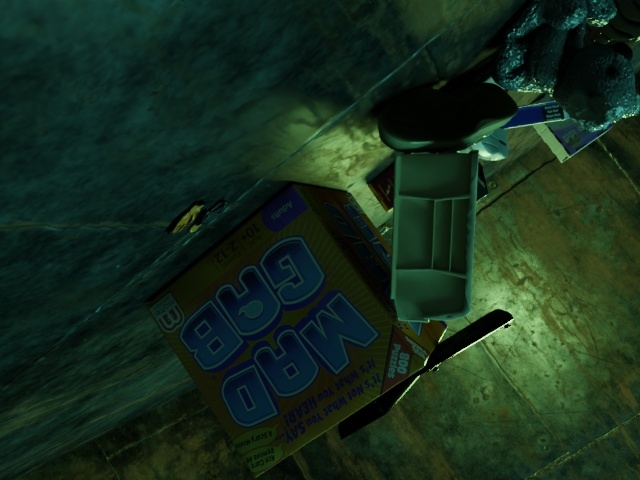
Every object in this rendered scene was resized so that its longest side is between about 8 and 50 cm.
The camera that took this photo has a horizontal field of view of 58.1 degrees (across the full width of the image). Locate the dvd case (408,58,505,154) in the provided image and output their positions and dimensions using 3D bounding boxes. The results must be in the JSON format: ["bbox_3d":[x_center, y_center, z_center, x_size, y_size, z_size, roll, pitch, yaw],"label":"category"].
[{"bbox_3d":[0.272,-0.264,1.104,0.239,0.029,0.179,-35,171,-5],"label":"dvd case"}]

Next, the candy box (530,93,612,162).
[{"bbox_3d":[0.743,-0.364,1.739,0.165,0.196,0.070,-34,171,-6],"label":"candy box"}]

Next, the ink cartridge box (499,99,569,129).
[{"bbox_3d":[0.437,-0.273,1.277,0.223,0.045,0.224,-3,-169,36],"label":"ink cartridge box"}]

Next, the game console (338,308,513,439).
[{"bbox_3d":[0.187,0.234,1.047,0.361,0.044,0.213,-41,170,30],"label":"game console"}]

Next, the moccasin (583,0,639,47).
[{"bbox_3d":[0.569,-0.419,1.045,0.147,0.139,0.380,-42,168,4],"label":"moccasin"}]

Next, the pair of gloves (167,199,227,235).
[{"bbox_3d":[-0.168,-0.030,0.788,0.074,0.010,0.083,-39,171,24],"label":"pair of gloves"}]

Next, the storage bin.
[{"bbox_3d":[0.196,-0.017,0.968,0.123,0.260,0.262,3,-173,14],"label":"storage bin"}]

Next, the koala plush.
[{"bbox_3d":[0.407,-0.268,0.916,0.196,0.221,0.203,-25,162,-45],"label":"koala plush"}]

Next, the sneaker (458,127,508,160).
[{"bbox_3d":[0.316,-0.206,1.187,0.091,0.094,0.258,-4,172,29],"label":"sneaker"}]

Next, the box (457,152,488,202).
[{"bbox_3d":[0.314,-0.134,1.460,0.184,0.103,0.261,-42,-172,23],"label":"box"}]

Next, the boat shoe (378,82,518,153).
[{"bbox_3d":[0.201,-0.185,0.946,0.302,0.109,0.098,-21,160,-37],"label":"boat shoe"}]

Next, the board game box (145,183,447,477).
[{"bbox_3d":[-0.022,0.146,1.106,0.356,0.356,0.356,-38,170,16],"label":"board game box"}]

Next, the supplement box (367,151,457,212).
[{"bbox_3d":[0.214,-0.152,1.301,0.188,0.081,0.104,-39,170,25],"label":"supplement box"}]

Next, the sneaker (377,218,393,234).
[{"bbox_3d":[0.239,-0.054,2.067,0.083,0.032,0.037,-32,-175,13],"label":"sneaker"}]
